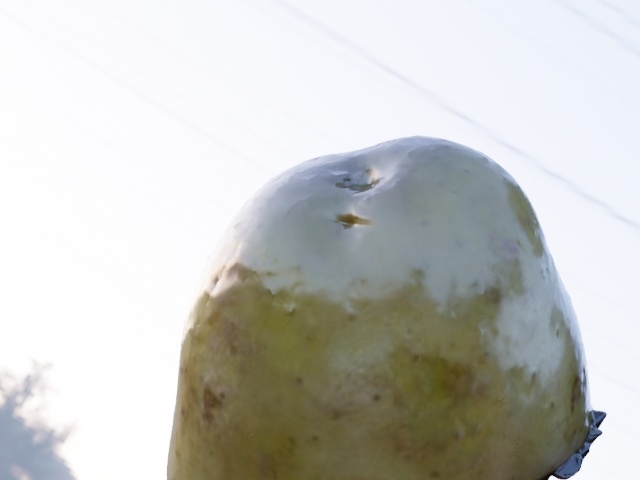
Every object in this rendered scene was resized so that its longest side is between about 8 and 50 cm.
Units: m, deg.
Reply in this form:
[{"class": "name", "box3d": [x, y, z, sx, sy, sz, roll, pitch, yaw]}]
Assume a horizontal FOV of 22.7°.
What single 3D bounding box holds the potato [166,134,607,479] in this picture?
[{"class": "potato", "box3d": [0.034, 0.053, 0.982, 0.285, 0.242, 0.242, -8, -20, -3]}]
